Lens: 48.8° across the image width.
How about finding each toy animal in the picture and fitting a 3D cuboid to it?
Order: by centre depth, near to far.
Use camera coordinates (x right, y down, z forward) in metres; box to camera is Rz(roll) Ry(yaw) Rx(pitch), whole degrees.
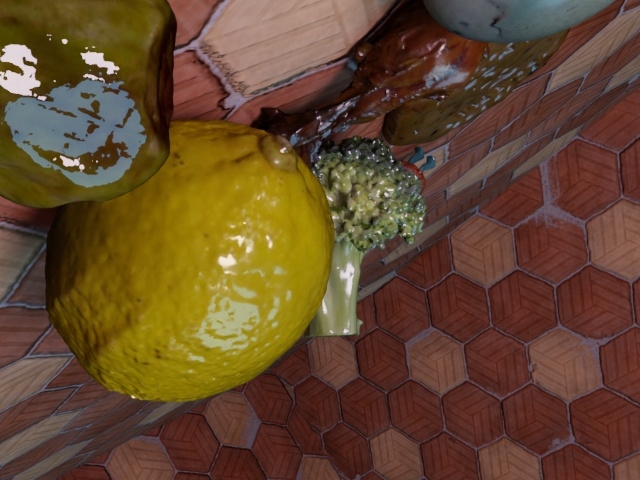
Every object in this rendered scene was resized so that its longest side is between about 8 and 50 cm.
[{"bbox_3d":[0.124,-0.115,1.243,0.103,0.100,0.208,6,-163,35],"label":"toy animal"}]

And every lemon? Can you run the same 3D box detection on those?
[{"bbox_3d":[-0.122,0.018,0.680,0.268,0.268,0.322,-23,165,-40],"label":"lemon"}]

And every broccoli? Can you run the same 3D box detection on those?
[{"bbox_3d":[-0.013,-0.015,0.923,0.259,0.236,0.288,-70,-166,-15],"label":"broccoli"}]

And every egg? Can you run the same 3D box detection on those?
[{"bbox_3d":[0.190,-0.264,0.589,0.237,0.169,0.169,-38,167,14],"label":"egg"}]

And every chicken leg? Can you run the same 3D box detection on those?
[{"bbox_3d":[0.058,-0.165,0.784,0.304,0.113,0.093,-34,-158,6],"label":"chicken leg"}]

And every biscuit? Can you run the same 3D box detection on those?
[{"bbox_3d":[0.247,-0.255,1.072,0.359,0.046,0.359,-32,167,-8],"label":"biscuit"}]

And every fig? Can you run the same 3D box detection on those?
[{"bbox_3d":[-0.165,-0.094,0.412,0.154,0.144,0.166,-23,156,35],"label":"fig"}]
